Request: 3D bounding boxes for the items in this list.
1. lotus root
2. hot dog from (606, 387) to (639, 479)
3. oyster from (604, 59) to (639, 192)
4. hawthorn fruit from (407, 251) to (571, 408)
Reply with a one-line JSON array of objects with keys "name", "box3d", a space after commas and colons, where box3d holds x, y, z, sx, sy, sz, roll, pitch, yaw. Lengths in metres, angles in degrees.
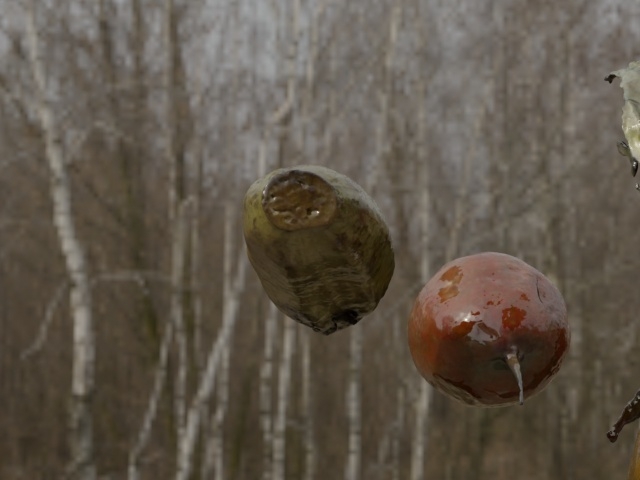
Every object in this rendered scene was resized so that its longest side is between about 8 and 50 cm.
[{"name": "lotus root", "box3d": [0.000, 0.000, 1.162, 0.110, 0.097, 0.258, -9, -19, 2]}, {"name": "hot dog", "box3d": [0.340, 0.204, 1.386, 0.194, 0.326, 0.107, -14, -20, 26]}, {"name": "oyster", "box3d": [0.277, -0.072, 1.126, 0.133, 0.209, 0.072, 33, -53, -12]}, {"name": "hawthorn fruit", "box3d": [0.160, 0.078, 1.361, 0.149, 0.149, 0.189, 3, -10, -19]}]
